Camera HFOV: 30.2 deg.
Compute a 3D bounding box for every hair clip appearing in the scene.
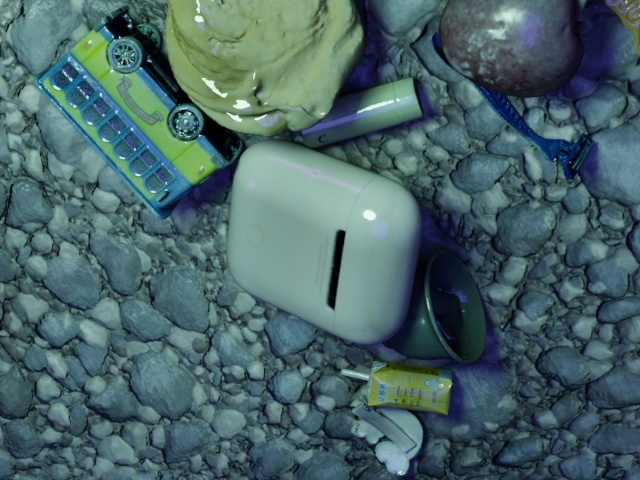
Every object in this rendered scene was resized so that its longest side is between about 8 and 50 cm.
[{"bbox_3d":[0.125,0.350,2.171,0.172,0.049,0.116,42,113,-13],"label":"hair clip"}]

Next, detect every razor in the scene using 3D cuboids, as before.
[{"bbox_3d":[0.301,-0.224,1.938,0.324,0.093,0.056,39,145,-5],"label":"razor"}]

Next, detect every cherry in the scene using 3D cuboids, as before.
[{"bbox_3d":[0.309,-0.327,1.829,0.266,0.183,0.213,-3,102,24],"label":"cherry"}]

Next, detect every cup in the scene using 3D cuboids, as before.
[{"bbox_3d":[0.173,0.131,2.029,0.150,0.199,0.199,-19,108,31],"label":"cup"}]

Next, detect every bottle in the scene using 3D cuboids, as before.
[{"bbox_3d":[0.066,-0.210,1.955,0.201,0.072,0.072,-15,108,12],"label":"bottle"}]

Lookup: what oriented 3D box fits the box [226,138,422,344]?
[{"bbox_3d":[-0.001,0.000,1.945,0.349,0.141,0.289,23,119,28],"label":"box"}]

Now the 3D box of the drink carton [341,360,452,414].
[{"bbox_3d":[0.134,0.259,2.122,0.200,0.074,0.084,6,111,2],"label":"drink carton"}]

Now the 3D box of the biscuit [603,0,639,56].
[{"bbox_3d":[0.554,-0.352,1.873,0.144,0.040,0.236,-36,101,22],"label":"biscuit"}]

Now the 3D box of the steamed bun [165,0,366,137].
[{"bbox_3d":[-0.099,-0.350,1.838,0.324,0.230,0.372,-32,104,-23],"label":"steamed bun"}]

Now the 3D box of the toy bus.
[{"bbox_3d":[-0.293,-0.212,1.951,0.190,0.152,0.312,-38,102,17],"label":"toy bus"}]
